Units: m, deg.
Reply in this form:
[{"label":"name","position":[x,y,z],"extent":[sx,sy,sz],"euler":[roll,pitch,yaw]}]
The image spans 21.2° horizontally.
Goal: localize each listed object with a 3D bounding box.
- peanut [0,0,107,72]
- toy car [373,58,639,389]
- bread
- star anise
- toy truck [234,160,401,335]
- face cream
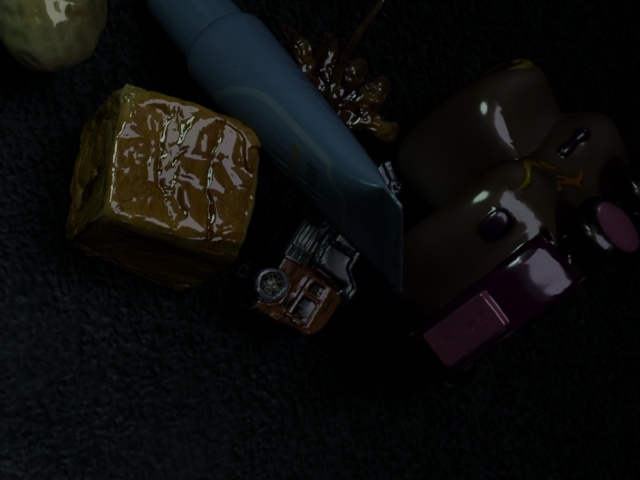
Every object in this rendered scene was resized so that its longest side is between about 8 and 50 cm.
[{"label":"peanut","position":[-0.262,-0.282,1.590],"extent":[0.111,0.125,0.274],"euler":[-11,77,5]},{"label":"toy car","position":[0.175,-0.030,1.676],"extent":[0.240,0.271,0.341],"euler":[52,37,2]},{"label":"bread","position":[-0.149,-0.047,1.573],"extent":[0.143,0.158,0.149],"euler":[17,75,-25]},{"label":"star anise","position":[0.002,-0.164,1.727],"extent":[0.177,0.073,0.234],"euler":[1,84,-23]},{"label":"toy truck","position":[0.000,0.000,1.656],"extent":[0.092,0.083,0.192],"euler":[34,82,-17]},{"label":"face cream","position":[-0.036,-0.118,1.588],"extent":[0.086,0.135,0.385],"euler":[-30,59,-17]}]
